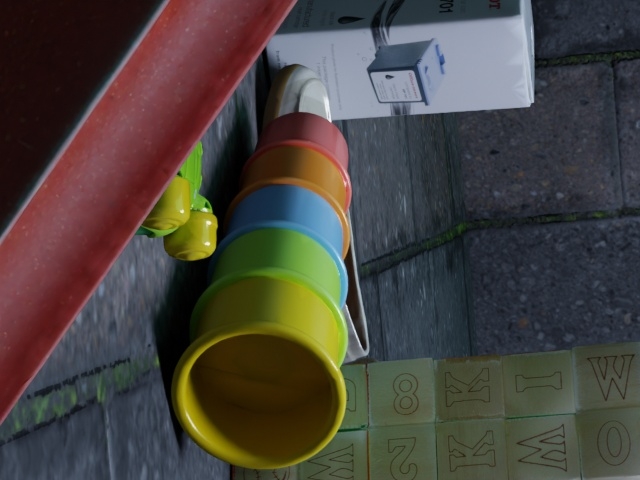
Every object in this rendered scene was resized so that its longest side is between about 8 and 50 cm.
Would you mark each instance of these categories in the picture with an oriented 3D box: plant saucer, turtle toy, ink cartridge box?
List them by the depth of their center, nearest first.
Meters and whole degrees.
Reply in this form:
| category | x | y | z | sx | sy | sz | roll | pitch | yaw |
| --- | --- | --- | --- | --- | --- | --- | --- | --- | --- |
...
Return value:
| category | x | y | z | sx | sy | sz | roll | pitch | yaw |
| --- | --- | --- | --- | --- | --- | --- | --- | --- | --- |
| plant saucer | -0.078 | -0.013 | 0.466 | 0.259 | 0.048 | 0.258 | -54 | -179 | 2 |
| turtle toy | -0.087 | -0.046 | 0.806 | 0.130 | 0.066 | 0.095 | 56 | 31 | -71 |
| ink cartridge box | 0.062 | -0.158 | 1.383 | 0.139 | 0.191 | 0.082 | -81 | 164 | -56 |

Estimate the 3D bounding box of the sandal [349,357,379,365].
| category | x | y | z | sx | sy | sz | roll | pitch | yaw |
| --- | --- | --- | --- | --- | --- | --- | --- | --- | --- |
| sandal | 0.019 | 0.172 | 1.394 | 0.079 | 0.088 | 0.240 | 39 | 29 | -32 |

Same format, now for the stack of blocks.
| category | x | y | z | sx | sy | sz | roll | pitch | yaw |
| --- | --- | --- | --- | --- | --- | --- | --- | --- | --- |
| stack of blocks | 0.106 | 0.144 | 1.173 | 0.171 | 0.297 | 0.087 | 65 | 22 | -62 |

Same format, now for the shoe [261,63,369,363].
| category | x | y | z | sx | sy | sz | roll | pitch | yaw |
| --- | --- | --- | --- | --- | --- | --- | --- | --- | --- |
| shoe | 0.001 | -0.017 | 1.312 | 0.076 | 0.058 | 0.219 | -10 | 97 | -66 |

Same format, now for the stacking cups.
| category | x | y | z | sx | sy | sz | roll | pitch | yaw |
| --- | --- | --- | --- | --- | --- | --- | --- | --- | --- |
| stacking cups | -0.020 | 0.006 | 1.110 | 0.316 | 0.096 | 0.096 | -80 | 163 | -59 |
